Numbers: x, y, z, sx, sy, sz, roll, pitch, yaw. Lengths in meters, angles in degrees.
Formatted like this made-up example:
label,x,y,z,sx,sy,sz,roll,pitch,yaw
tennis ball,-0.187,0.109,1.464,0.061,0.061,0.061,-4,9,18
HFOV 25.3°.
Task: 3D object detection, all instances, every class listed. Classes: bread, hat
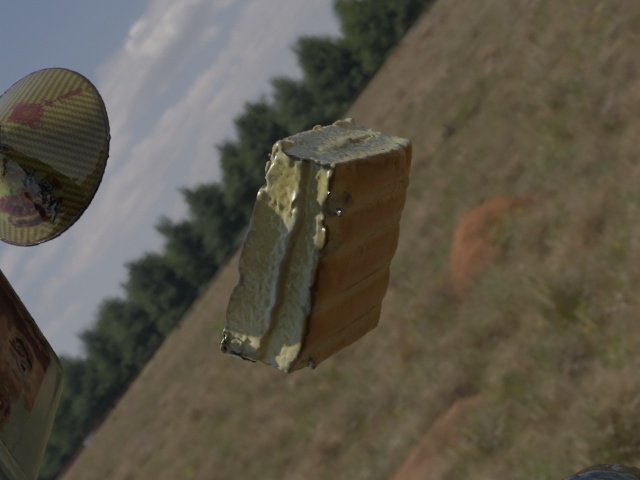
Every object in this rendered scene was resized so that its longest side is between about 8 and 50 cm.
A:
label,x,y,z,sx,sy,sz,roll,pitch,yaw
bread,0.000,0.000,1.528,0.246,0.111,0.239,-29,-47,-64
hat,-0.311,-0.094,1.444,0.193,0.193,0.082,-52,-33,13

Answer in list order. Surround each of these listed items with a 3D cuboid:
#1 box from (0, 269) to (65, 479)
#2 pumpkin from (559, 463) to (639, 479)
label,x,y,z,sx,sy,sz,roll,pitch,yaw
box,-0.328,0.083,1.118,0.175,0.312,0.182,-15,33,19
pumpkin,0.187,0.260,1.012,0.224,0.157,0.223,-31,-33,-23
